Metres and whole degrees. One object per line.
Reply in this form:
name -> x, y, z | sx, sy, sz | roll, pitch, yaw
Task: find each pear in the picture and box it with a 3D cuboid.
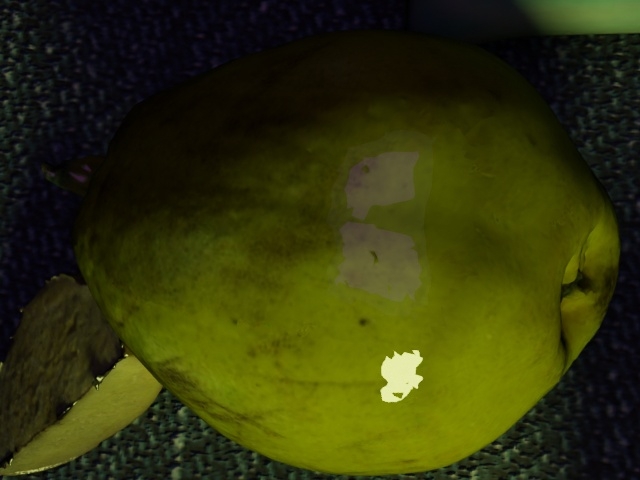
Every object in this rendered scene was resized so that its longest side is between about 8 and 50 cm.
pear -> 0.000, 0.000, 1.074 | 0.375, 0.287, 0.287 | 14, 85, 7

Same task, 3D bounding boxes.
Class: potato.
potato -> -0.163, 0.090, 1.195 | 0.172, 0.089, 0.101 | -45, 55, 32

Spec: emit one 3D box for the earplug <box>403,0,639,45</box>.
earplug -> 0.216, -0.212, 1.131 | 0.324, 0.185, 0.185 | 1, 83, 3
